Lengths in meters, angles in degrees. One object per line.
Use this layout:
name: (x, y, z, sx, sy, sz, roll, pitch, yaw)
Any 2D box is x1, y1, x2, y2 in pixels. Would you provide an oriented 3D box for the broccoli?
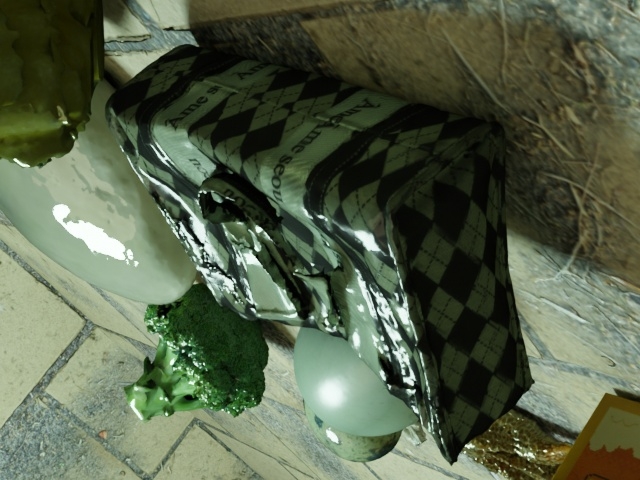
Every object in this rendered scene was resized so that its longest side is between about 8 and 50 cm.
broccoli: (-0.223, 0.206, 1.859, 0.270, 0.270, 0.270, 52, -177, -4)

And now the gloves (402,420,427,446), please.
gloves: (0.147, 0.308, 1.734, 0.081, 0.037, 0.044, 50, 135, -3)

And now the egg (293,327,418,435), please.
egg: (0.065, 0.132, 1.243, 0.183, 0.183, 0.264, 38, 154, 2)

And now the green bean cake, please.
green bean cake: (-0.316, -0.187, 1.105, 0.310, 0.202, 0.285, 109, 148, -70)

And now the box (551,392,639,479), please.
box: (0.394, 0.343, 1.080, 0.259, 0.214, 0.283, 12, 148, 50)

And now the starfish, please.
starfish: (0.249, 0.287, 1.424, 0.293, 0.084, 0.301, 28, 155, 33)

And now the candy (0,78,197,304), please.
candy: (-0.336, -0.076, 1.482, 0.427, 0.186, 0.386, 49, 154, -15)

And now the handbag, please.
handbag: (0.000, 0.000, 1.016, 0.416, 0.180, 0.317, 24, 142, 43)

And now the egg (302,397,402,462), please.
egg: (0.048, 0.265, 1.671, 0.181, 0.141, 0.141, 40, 164, 25)
